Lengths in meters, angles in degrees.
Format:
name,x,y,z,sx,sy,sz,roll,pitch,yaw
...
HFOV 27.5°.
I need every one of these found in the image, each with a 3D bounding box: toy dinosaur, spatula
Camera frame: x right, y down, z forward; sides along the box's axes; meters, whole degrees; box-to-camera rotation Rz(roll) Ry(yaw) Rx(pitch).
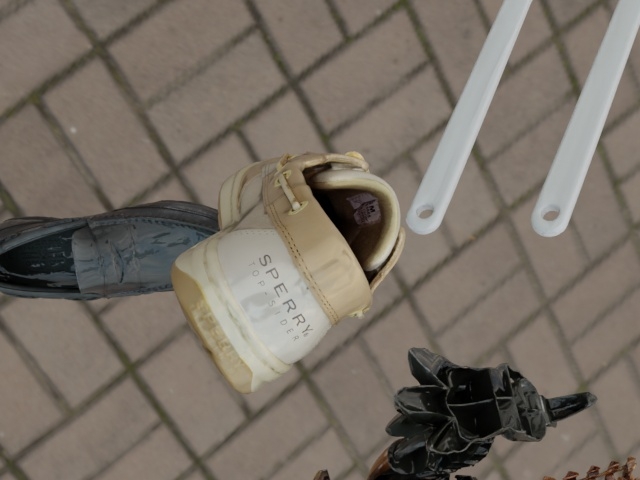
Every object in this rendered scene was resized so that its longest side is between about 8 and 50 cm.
name,x,y,z,sx,sy,sz,roll,pitch,yaw
toy dinosaur,0.054,0.164,0.725,0.322,0.218,0.164,-36,83,-38
spatula,0.145,-0.095,0.626,0.242,0.168,0.019,-66,152,-25

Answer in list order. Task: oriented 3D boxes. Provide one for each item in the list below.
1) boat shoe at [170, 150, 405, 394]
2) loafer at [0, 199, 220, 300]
name,x,y,z,sx,sy,sz,roll,pitch,yaw
boat shoe,0.000,0.000,0.436,0.059,0.170,0.063,-28,102,12
loafer,-0.167,0.015,1.019,0.223,0.078,0.076,-2,111,16
